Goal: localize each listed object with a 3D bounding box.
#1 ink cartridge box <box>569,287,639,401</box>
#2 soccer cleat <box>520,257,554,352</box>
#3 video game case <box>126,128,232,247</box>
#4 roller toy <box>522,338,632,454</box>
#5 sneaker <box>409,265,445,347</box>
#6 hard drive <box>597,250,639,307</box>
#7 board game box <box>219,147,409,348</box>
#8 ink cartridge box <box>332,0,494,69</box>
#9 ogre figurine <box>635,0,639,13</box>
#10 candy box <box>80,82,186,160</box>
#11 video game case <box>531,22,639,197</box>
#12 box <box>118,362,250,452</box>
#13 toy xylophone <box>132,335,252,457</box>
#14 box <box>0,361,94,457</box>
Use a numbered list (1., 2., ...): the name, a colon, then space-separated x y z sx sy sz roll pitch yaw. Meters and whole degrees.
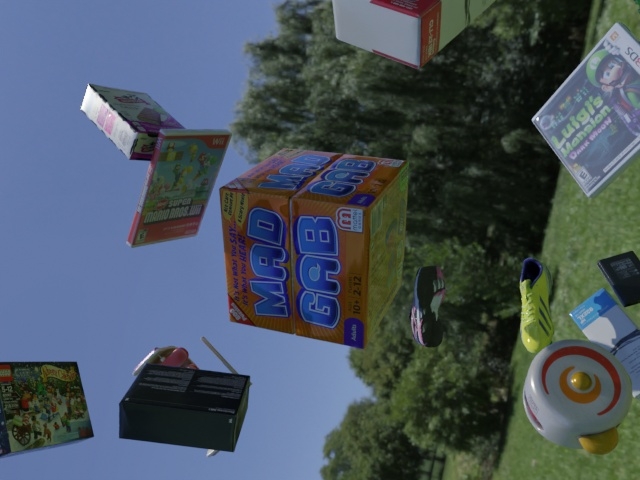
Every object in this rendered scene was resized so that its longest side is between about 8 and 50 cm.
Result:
1. ink cartridge box: 0.871 0.311 1.770 0.223 0.129 0.307 32 -157 -38
2. soccer cleat: 0.573 0.172 1.725 0.121 0.094 0.289 46 -137 -28
3. video game case: -0.319 -0.120 1.442 0.204 0.025 0.285 -14 -47 -54
4. roller toy: 0.503 0.302 1.255 0.209 0.191 0.146 -58 -25 -25
5. sneaker: 0.219 0.142 1.378 0.077 0.072 0.178 156 123 -67
6. hard drive: 0.759 0.094 1.564 0.022 0.094 0.135 74 180 -51
7. board game box: 0.000 0.000 1.590 0.356 0.357 0.356 -47 -39 -58
8. ink cartridge box: 0.183 -0.464 1.192 0.273 0.197 0.114 -45 -31 -25
9. ogre figurine: 0.614 -0.516 1.171 0.197 0.118 0.097 -52 -10 10
10. candy box: -0.411 -0.263 1.435 0.159 0.233 0.071 -4 -53 -51
11. video game case: 0.415 -0.187 0.925 0.190 0.022 0.173 -55 44 40
12. box: -0.309 0.384 1.476 0.184 0.262 0.103 -76 -7 -75
13. toy xylophone: -0.330 0.395 1.676 0.236 0.323 0.081 -52 -5 17
14. box: -0.524 0.307 1.181 0.233 0.044 0.159 34 -145 -72
